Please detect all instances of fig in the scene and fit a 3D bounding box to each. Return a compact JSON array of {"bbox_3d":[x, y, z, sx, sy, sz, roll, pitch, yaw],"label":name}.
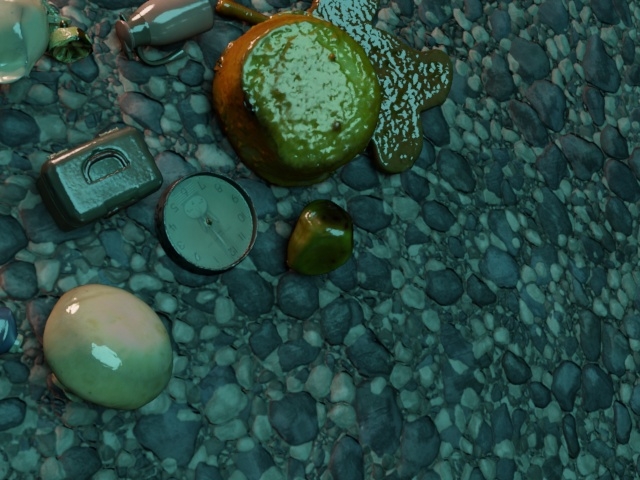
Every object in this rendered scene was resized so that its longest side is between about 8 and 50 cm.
[{"bbox_3d":[0.000,0.000,1.901,0.144,0.154,0.165,31,90,-40],"label":"fig"}]

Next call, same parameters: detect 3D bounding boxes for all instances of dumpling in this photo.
[{"bbox_3d":[-0.592,-0.394,1.681,0.167,0.126,0.215,2,94,-2],"label":"dumpling"}]

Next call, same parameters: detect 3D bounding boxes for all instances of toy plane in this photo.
[{"bbox_3d":[-0.524,-0.429,1.767,0.083,0.033,0.080,-6,92,-31],"label":"toy plane"}]

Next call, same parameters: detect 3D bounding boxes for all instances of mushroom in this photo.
[{"bbox_3d":[-0.389,0.199,1.609,0.246,0.202,0.246,45,16,-17],"label":"mushroom"}]

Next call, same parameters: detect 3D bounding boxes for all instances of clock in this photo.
[{"bbox_3d":[-0.227,-0.037,1.838,0.215,0.042,0.214,8,74,-29],"label":"clock"}]

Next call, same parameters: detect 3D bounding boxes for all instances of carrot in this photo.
[{"bbox_3d":[-0.143,-0.491,2.003,0.190,0.037,0.037,13,72,-31],"label":"carrot"}]

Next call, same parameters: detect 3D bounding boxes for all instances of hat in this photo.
[{"bbox_3d":[-0.487,-0.386,1.752,0.076,0.077,0.059,-26,76,11],"label":"hat"}]

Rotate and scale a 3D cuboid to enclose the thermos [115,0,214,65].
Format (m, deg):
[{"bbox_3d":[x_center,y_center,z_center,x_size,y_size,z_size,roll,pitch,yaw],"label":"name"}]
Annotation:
[{"bbox_3d":[-0.320,-0.431,1.854,0.193,0.105,0.137,-31,125,-28],"label":"thermos"}]

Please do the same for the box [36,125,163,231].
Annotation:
[{"bbox_3d":[-0.416,-0.113,1.697,0.210,0.129,0.148,-30,94,-31],"label":"box"}]

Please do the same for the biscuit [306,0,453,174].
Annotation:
[{"bbox_3d":[0.106,-0.383,2.081,0.394,0.076,0.368,30,76,-18],"label":"biscuit"}]

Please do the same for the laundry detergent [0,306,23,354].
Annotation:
[{"bbox_3d":[-0.605,0.139,1.568,0.206,0.061,0.096,31,63,-21],"label":"laundry detergent"}]

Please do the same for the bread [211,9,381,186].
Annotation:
[{"bbox_3d":[-0.039,-0.287,1.875,0.337,0.204,0.358,-35,106,-5],"label":"bread"}]
